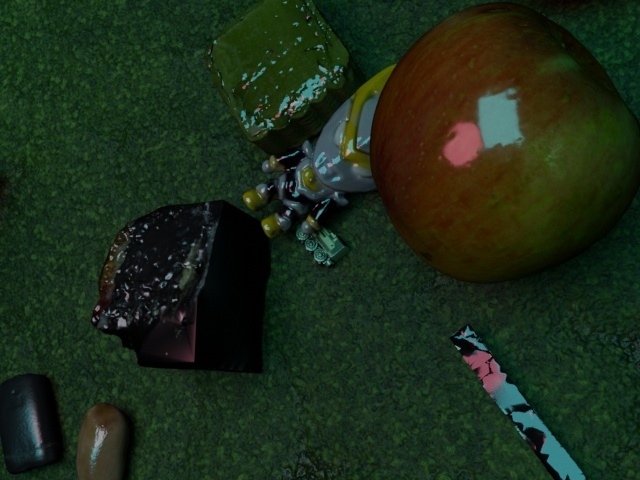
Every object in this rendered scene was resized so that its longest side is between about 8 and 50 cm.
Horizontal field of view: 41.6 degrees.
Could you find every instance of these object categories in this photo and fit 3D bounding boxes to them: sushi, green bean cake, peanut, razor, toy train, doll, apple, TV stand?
[{"bbox_3d":[-0.205,0.069,1.194,0.212,0.215,0.227,-4,77,18],"label":"sushi"},{"bbox_3d":[-0.057,-0.258,1.278,0.200,0.113,0.214,-35,70,7],"label":"green bean cake"},{"bbox_3d":[-0.326,0.318,1.251,0.076,0.076,0.152,2,83,18],"label":"peanut"},{"bbox_3d":[-0.457,0.283,1.311,0.090,0.054,0.148,-18,73,9],"label":"razor"},{"bbox_3d":[0.000,0.000,1.242,0.053,0.033,0.083,-39,68,0],"label":"toy train"},{"bbox_3d":[0.037,-0.123,1.216,0.316,0.103,0.145,-34,64,3],"label":"doll"},{"bbox_3d":[0.219,-0.113,1.044,0.339,0.339,0.340,-4,76,17],"label":"apple"},{"bbox_3d":[0.257,0.220,1.101,0.036,0.042,0.249,-37,69,4],"label":"TV stand"}]
